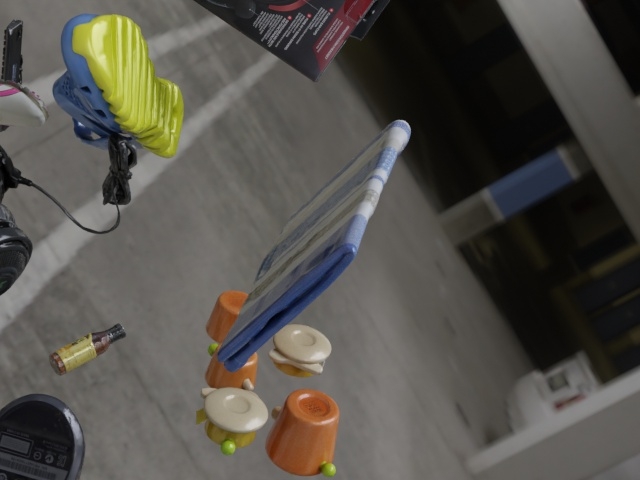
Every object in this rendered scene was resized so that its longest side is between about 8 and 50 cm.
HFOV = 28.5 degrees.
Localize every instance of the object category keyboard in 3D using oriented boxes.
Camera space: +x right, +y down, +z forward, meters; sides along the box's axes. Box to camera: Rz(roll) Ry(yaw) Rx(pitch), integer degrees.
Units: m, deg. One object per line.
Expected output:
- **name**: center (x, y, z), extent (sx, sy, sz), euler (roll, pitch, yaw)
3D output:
- **keyboard**: center (-0.528, -0.283, 2.146), extent (0.108, 0.023, 0.180), euler (-83, -177, -70)

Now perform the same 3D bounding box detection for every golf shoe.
- **golf shoe**: center (-0.452, -0.174, 1.677), extent (0.067, 0.186, 0.086), euler (85, 24, -55)

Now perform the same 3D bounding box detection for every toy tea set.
- **toy tea set**: center (-0.081, 0.211, 1.776), extent (0.200, 0.124, 0.336), euler (10, 31, -11)

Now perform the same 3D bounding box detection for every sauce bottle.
- **sauce bottle**: center (-0.376, 0.174, 2.044), extent (0.042, 0.128, 0.042), euler (38, -37, 36)

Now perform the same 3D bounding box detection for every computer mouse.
- **computer mouse**: center (-0.359, 0.310, 1.484), extent (0.188, 0.272, 0.072), euler (20, -4, 5)

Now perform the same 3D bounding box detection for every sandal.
- **sandal**: center (-0.265, -0.178, 1.538), extent (0.317, 0.138, 0.126), euler (71, 24, -72)

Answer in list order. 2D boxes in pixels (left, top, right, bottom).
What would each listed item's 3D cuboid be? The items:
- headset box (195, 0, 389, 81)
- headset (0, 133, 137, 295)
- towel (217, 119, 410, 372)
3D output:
- **headset box**: center (-0.044, -0.347, 1.511), extent (0.293, 0.218, 0.110), euler (31, 12, -20)
- **headset**: center (-0.418, -0.047, 1.501), extent (0.185, 0.394, 0.243), euler (115, -38, -53)
- **towel**: center (0.000, 0.000, 1.278), extent (0.034, 0.209, 0.285), euler (41, 31, -10)
